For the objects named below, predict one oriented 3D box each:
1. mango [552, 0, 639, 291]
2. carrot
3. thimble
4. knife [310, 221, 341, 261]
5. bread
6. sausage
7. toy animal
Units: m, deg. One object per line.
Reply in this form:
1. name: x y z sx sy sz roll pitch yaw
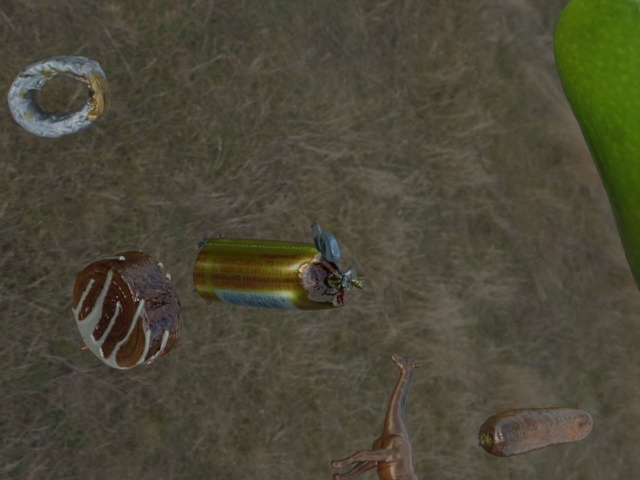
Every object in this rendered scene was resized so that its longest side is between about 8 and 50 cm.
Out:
1. mango: 0.263 -0.016 0.438 0.343 0.192 0.156 51 11 10
2. carrot: 0.297 0.255 1.061 0.186 0.060 0.060 -3 80 -28
3. thimble: -0.432 -0.242 1.298 0.118 0.152 0.127 -114 -164 -70
4. knife: 0.000 0.000 0.923 0.313 0.019 0.044 -163 -123 -86
5. bread: -0.262 0.097 1.047 0.073 0.161 0.160 -26 100 -54
6. sausage: -0.064 0.051 1.288 0.117 0.318 0.125 -18 106 -53
7. toy animal: 0.109 0.319 1.267 0.230 0.066 0.224 -24 82 -29
